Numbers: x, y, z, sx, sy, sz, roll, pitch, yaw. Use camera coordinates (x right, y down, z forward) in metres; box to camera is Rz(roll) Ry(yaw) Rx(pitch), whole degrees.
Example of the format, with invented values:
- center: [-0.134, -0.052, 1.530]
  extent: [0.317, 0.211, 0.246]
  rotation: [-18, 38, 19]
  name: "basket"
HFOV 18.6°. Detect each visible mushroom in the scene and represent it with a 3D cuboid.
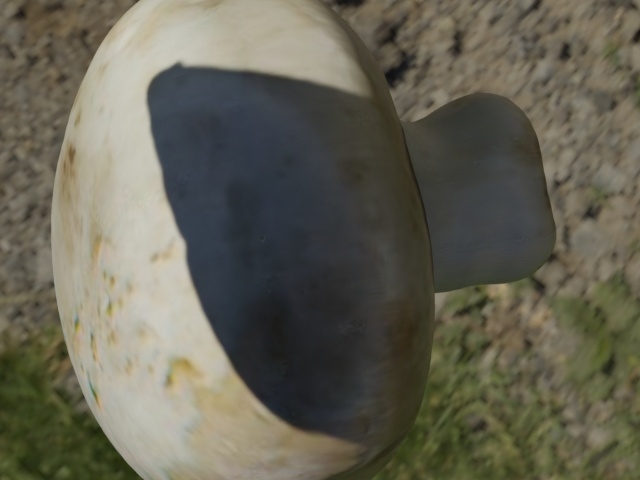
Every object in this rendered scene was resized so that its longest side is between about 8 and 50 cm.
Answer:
- center: [0.000, 0.000, 0.863]
  extent: [0.243, 0.243, 0.244]
  rotation: [12, 119, 22]
  name: "mushroom"
